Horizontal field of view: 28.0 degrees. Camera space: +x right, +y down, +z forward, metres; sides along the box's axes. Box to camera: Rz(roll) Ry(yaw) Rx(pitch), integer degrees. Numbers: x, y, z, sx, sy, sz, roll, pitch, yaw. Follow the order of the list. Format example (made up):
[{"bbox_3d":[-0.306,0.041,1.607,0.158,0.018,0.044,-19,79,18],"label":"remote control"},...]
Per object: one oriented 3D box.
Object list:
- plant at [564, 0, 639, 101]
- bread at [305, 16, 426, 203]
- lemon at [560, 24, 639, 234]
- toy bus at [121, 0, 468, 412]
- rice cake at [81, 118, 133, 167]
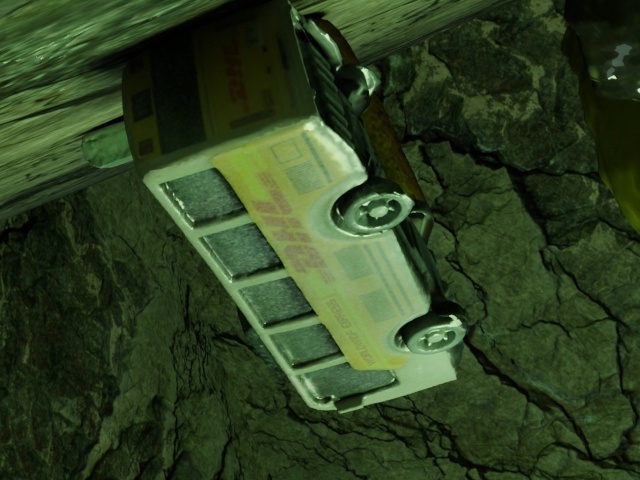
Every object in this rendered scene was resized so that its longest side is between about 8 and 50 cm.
[{"bbox_3d":[0.182,-0.129,0.471,0.194,0.132,0.129,-16,-170,18],"label":"plant"},{"bbox_3d":[0.002,-0.073,0.951,0.103,0.172,0.132,-29,-176,6],"label":"bread"},{"bbox_3d":[0.293,-0.068,0.701,0.321,0.268,0.268,10,-164,17],"label":"lemon"},{"bbox_3d":[0.000,0.000,0.785,0.138,0.097,0.342,-19,147,6],"label":"toy bus"},{"bbox_3d":[-0.091,-0.123,1.147,0.237,0.043,0.127,-22,-176,22],"label":"rice cake"}]
